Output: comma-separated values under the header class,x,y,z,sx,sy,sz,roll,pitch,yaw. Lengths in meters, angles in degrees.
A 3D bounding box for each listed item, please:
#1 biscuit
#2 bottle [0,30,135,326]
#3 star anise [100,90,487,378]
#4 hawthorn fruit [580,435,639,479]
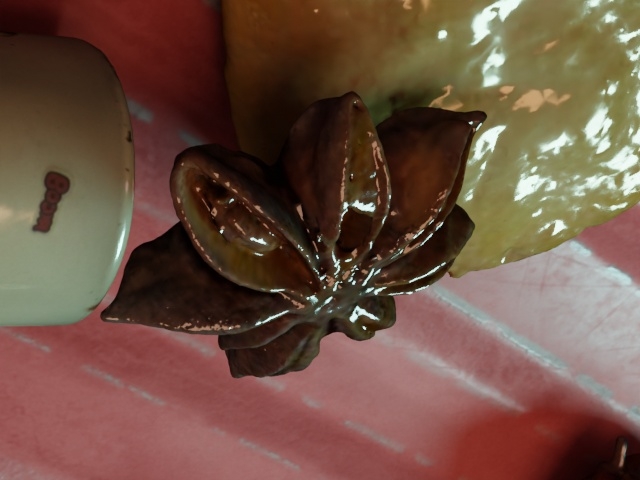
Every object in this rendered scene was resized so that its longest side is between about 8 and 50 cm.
class,x,y,z,sx,sy,sz,roll,pitch,yaw
biscuit,0.129,-0.145,1.227,0.430,0.104,0.446,-5,131,-16
bottle,-0.324,-0.050,1.065,0.352,0.229,0.229,1,125,-28
star anise,-0.016,0.010,1.171,0.315,0.108,0.315,-21,153,-11
hawthorn fruit,0.325,0.300,1.605,0.208,0.208,0.248,-27,114,1
